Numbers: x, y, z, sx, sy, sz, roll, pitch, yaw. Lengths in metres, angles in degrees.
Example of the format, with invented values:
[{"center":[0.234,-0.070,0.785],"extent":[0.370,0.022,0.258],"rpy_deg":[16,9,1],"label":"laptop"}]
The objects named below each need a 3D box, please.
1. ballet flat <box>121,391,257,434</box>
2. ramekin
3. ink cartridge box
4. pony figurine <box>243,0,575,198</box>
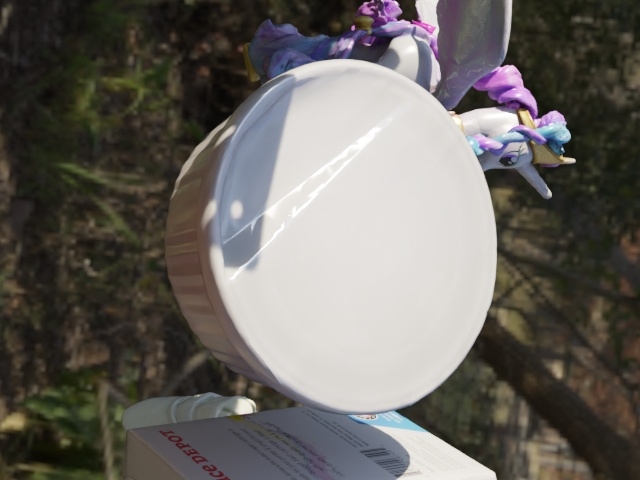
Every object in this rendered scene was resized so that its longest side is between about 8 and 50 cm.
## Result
[{"center":[-0.084,0.280,1.665],"extent":[0.139,0.400,0.139],"rpy_deg":[-44,151,-32],"label":"ballet flat"},{"center":[0.000,0.000,1.021],"extent":[0.127,0.272,0.273],"rpy_deg":[-6,-108,56],"label":"ramekin"},{"center":[-0.020,0.274,1.139],"extent":[0.270,0.198,0.197],"rpy_deg":[-2,106,-33],"label":"ink cartridge box"},{"center":[0.104,-0.190,1.484],"extent":[0.303,0.363,0.351],"rpy_deg":[-132,-149,-77],"label":"pony figurine"}]
